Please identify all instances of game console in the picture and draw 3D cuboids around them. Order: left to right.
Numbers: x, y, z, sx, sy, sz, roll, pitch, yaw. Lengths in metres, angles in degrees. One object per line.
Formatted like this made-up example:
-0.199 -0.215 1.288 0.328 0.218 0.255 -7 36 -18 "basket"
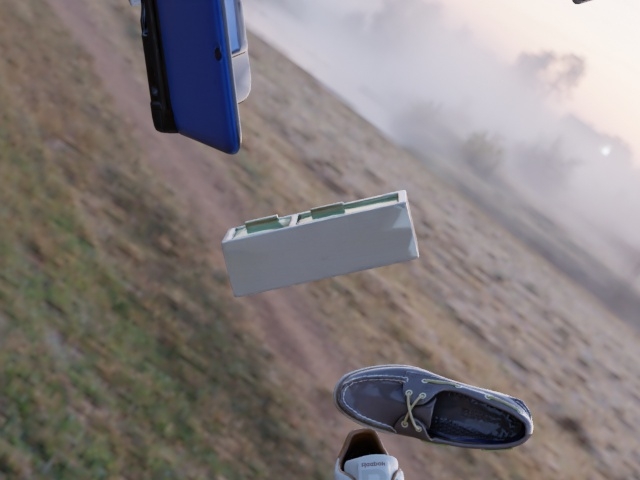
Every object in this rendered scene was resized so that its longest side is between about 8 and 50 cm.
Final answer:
-0.104 -0.262 1.517 0.173 0.293 0.250 5 21 30 "game console"

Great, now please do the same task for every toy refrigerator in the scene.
0.000 0.000 2.055 0.102 0.270 0.094 -75 152 -77 "toy refrigerator"

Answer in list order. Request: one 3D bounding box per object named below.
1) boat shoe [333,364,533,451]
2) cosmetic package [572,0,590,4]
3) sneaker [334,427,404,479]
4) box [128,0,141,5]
0.181 0.272 2.290 0.324 0.116 0.097 12 0 2 "boat shoe"
0.290 -0.448 1.384 0.385 0.217 0.156 66 -18 7 "cosmetic package"
0.056 0.337 1.727 0.106 0.123 0.290 -3 30 -7 "sneaker"
-0.278 -0.445 2.315 0.101 0.102 0.087 -123 -160 -59 "box"
